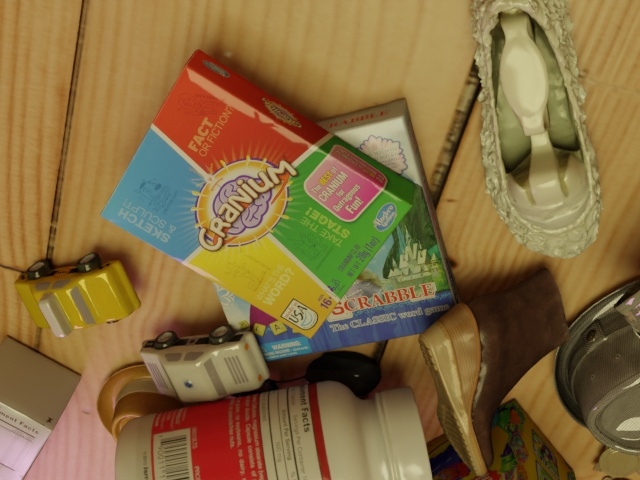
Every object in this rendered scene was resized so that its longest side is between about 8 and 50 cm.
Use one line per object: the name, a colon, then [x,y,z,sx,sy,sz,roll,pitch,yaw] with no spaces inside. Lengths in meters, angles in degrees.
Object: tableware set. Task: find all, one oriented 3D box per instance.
tableware set: [0.494,0.357,1.482,0.168,0.020,0.141,0,120,6]

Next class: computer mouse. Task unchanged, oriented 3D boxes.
computer mouse: [-0.031,0.210,1.456,0.242,0.041,0.071,-9,118,12]

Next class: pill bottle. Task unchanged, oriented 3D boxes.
pill bottle: [-0.057,0.322,1.358,0.407,0.229,0.229,-11,117,1]

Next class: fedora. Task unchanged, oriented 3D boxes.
fedora: [0.452,0.190,1.337,0.275,0.124,0.243,-39,108,24]
fedora: [-0.254,0.280,1.499,0.194,0.079,0.194,3,119,5]

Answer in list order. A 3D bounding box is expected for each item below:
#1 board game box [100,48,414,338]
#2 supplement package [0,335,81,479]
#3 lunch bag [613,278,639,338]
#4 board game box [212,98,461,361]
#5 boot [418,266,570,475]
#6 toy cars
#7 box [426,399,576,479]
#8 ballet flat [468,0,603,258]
board game box: [-0.080,-0.050,1.231,0.316,0.064,0.242,31,117,-9]
supplement package: [-0.491,0.294,1.504,0.139,0.134,0.244,31,118,-10]
lunch bag: [0.533,0.072,1.182,0.235,0.169,0.287,44,102,6]
board game box: [0.000,0.000,1.323,0.318,0.066,0.318,-13,116,14]
boot: [0.254,0.180,1.326,0.206,0.090,0.248,-24,112,-14]
toy cars: [-0.265,0.137,1.382,0.393,0.087,0.176,28,128,3]
box: [0.211,0.430,1.409,0.290,0.279,0.177,-33,110,21]
ballet flat: [0.253,-0.130,1.185,0.147,0.147,0.409,-12,117,13]
